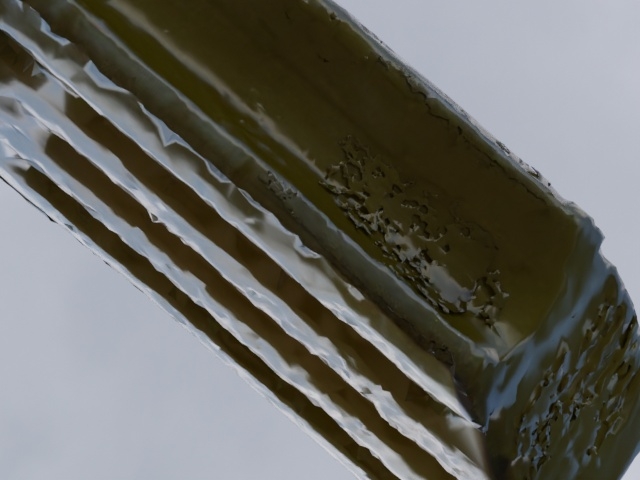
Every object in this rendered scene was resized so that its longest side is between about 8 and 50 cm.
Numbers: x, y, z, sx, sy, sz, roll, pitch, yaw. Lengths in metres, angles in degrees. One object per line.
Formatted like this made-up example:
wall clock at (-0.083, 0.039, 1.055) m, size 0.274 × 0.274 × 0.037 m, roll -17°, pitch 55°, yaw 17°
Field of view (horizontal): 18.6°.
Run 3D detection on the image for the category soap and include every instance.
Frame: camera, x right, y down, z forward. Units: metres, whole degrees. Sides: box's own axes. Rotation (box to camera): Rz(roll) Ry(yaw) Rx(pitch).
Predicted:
soap at (0.000, 0.000, 0.631) m, size 0.257 × 0.160 × 0.080 m, roll 40°, pitch -109°, yaw -3°
